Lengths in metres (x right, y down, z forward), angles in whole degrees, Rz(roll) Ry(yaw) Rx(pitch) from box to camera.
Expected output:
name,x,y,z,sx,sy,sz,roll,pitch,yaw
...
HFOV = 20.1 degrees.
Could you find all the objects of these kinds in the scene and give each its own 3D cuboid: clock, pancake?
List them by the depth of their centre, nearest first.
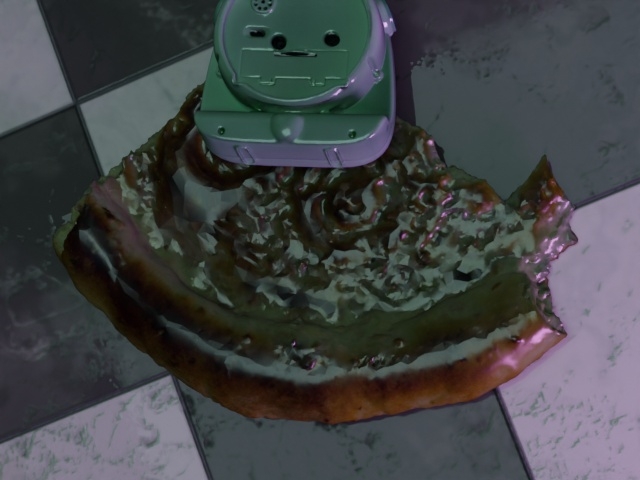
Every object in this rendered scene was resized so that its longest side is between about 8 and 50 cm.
name,x,y,z,sx,sy,sz,roll,pitch,yaw
clock,-0.018,-0.164,1.477,0.159,0.066,0.211,0,72,9
pancake,-0.003,0.005,1.480,0.427,0.067,0.305,28,88,16
